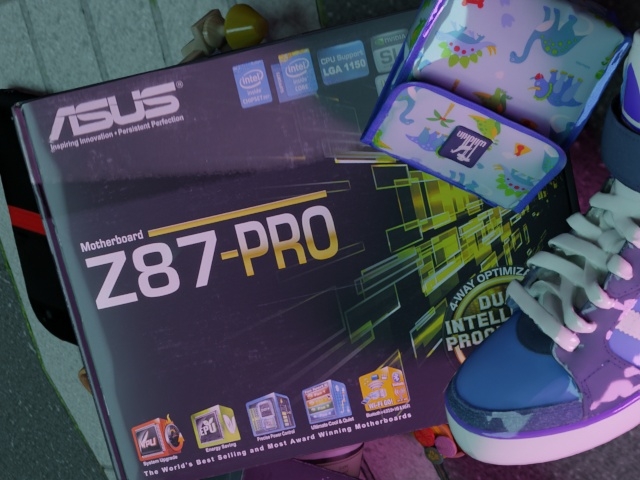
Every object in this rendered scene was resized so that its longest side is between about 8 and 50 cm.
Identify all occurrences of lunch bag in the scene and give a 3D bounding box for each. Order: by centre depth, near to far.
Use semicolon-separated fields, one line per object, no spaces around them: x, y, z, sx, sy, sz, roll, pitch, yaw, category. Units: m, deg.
0.113;-0.105;0.716;0.129;0.096;0.151;25;116;-5;lunch bag

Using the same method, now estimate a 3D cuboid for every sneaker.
0.192;-0.018;0.685;0.236;0.323;0.130;62;180;-31;sneaker

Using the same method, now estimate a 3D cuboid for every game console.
-0.234;0.002;1.262;0.387;0.060;0.342;14;120;35;game console

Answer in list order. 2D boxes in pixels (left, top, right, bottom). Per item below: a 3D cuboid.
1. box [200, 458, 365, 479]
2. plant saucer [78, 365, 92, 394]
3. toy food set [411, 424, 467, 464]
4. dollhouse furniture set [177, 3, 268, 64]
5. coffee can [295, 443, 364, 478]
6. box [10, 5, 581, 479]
0.017;0.308;0.934;0.270;0.165;0.143;22;148;-17;box
-0.209;0.207;1.325;0.200;0.037;0.200;27;155;14;plant saucer
0.120;0.188;1.080;0.082;0.020;0.083;49;137;6;toy food set
-0.068;-0.016;0.924;0.198;0.286;0.303;6;131;39;dollhouse furniture set
-0.067;0.310;1.126;0.202;0.201;0.275;14;101;35;coffee can
0.000;0.000;0.829;0.395;0.097;0.318;-12;100;2;box
